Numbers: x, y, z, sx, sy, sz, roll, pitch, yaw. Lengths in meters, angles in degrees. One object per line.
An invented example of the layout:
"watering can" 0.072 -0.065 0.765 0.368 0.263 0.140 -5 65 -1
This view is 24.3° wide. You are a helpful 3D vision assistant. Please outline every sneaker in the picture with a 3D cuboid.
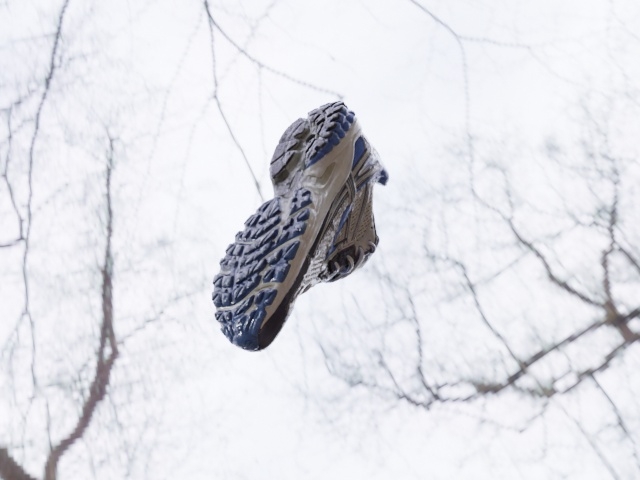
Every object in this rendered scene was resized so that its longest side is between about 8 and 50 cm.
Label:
"sneaker" 0.000 0.000 0.663 0.052 0.135 0.058 -18 -53 44
